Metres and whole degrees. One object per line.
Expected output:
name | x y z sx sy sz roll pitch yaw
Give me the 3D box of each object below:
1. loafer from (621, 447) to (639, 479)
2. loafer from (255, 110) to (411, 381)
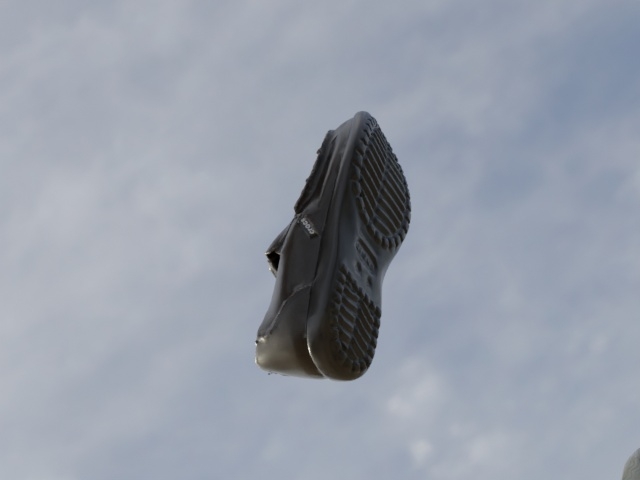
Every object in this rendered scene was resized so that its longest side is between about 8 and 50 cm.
loafer | 0.239 0.248 0.939 0.112 0.319 0.111 -19 -18 25
loafer | 0.000 0.000 1.168 0.078 0.220 0.080 -13 -53 25
